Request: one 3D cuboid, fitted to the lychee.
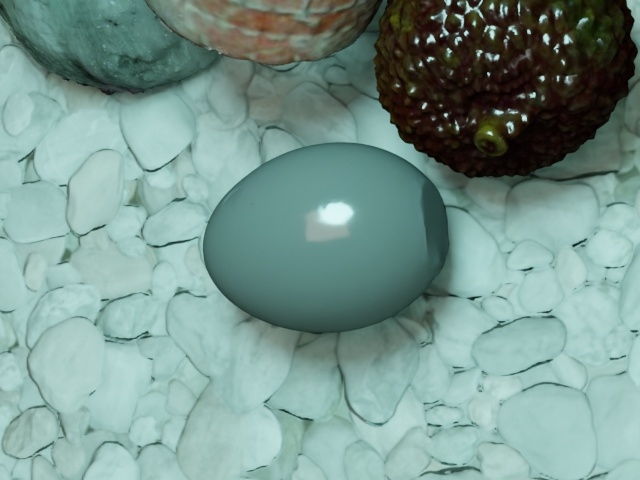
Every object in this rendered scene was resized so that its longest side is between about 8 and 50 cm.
[{"bbox_3d":[0.164,-0.181,1.271,0.236,0.236,0.271,-6,56,20],"label":"lychee"}]

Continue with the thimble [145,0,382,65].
[{"bbox_3d":[-0.038,-0.280,1.257,0.239,0.239,0.162,42,139,22],"label":"thimble"}]

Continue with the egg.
[{"bbox_3d":[0.000,0.000,1.321,0.232,0.176,0.176,-14,76,24],"label":"egg"}]

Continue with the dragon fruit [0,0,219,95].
[{"bbox_3d":[-0.230,-0.275,1.438,0.283,0.221,0.204,16,80,20],"label":"dragon fruit"}]
